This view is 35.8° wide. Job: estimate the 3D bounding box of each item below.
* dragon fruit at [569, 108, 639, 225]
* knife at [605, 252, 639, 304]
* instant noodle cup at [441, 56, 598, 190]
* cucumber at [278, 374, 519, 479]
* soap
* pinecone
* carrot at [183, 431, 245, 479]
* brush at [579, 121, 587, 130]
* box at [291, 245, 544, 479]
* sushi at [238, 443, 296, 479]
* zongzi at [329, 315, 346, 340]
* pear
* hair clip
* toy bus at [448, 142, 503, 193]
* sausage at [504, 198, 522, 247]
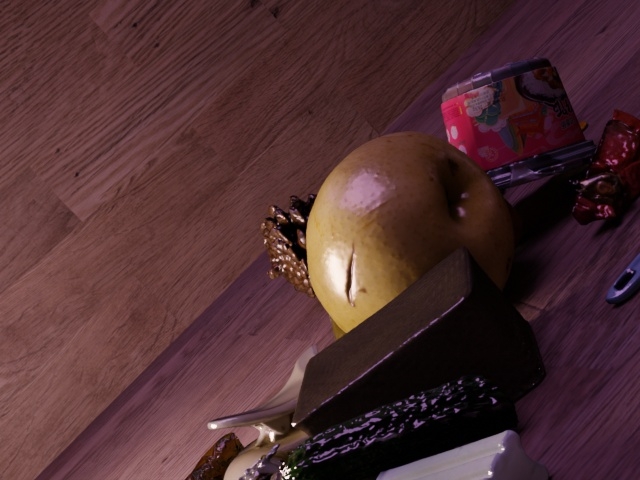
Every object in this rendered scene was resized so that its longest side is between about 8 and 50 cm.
[{"bbox_3d":[0.389,-0.096,1.363,0.192,0.092,0.122,-48,10,-29],"label":"dragon fruit"},{"bbox_3d":[0.435,-0.036,1.144,0.313,0.019,0.044,-44,17,-14],"label":"knife"},{"bbox_3d":[0.298,-0.179,1.563,0.258,0.181,0.302,-19,1,-26],"label":"instant noodle cup"},{"bbox_3d":[0.079,0.213,1.078,0.265,0.077,0.077,-20,11,2],"label":"cucumber"},{"bbox_3d":[0.115,0.264,0.960,0.198,0.066,0.119,-33,15,46],"label":"soap"},{"bbox_3d":[-0.005,0.007,2.173,0.257,0.243,0.243,-12,-11,-35],"label":"pinecone"},{"bbox_3d":[-0.207,0.417,1.644,0.228,0.069,0.069,-48,11,-34],"label":"carrot"},{"bbox_3d":[0.424,-0.190,1.892,0.103,0.013,0.272,-46,10,-17],"label":"brush"},{"bbox_3d":[0.115,0.159,1.207,0.273,0.143,0.184,-39,10,15],"label":"box"},{"bbox_3d":[-0.037,0.316,1.184,0.139,0.131,0.291,-45,2,-1],"label":"sushi"},{"bbox_3d":[0.073,0.083,1.623,0.256,0.115,0.228,-83,4,-70],"label":"zongzi"},{"bbox_3d":[0.120,0.005,1.411,0.309,0.309,0.309,-41,9,8],"label":"pear"},{"bbox_3d":[-0.057,0.273,1.549,0.282,0.113,0.172,-32,4,-27],"label":"hair clip"},{"bbox_3d":[0.236,-0.088,1.816,0.142,0.142,0.202,-36,12,31],"label":"toy bus"},{"bbox_3d":[0.221,-0.001,1.611,0.109,0.109,0.270,-48,11,-30],"label":"sausage"}]
